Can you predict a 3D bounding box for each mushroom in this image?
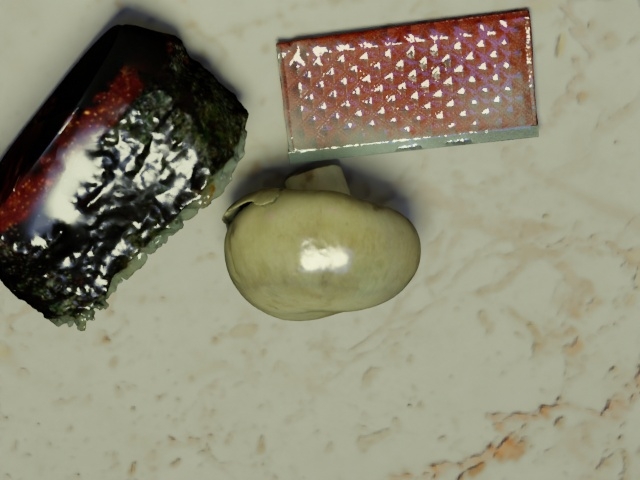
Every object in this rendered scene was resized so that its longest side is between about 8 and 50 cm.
[{"bbox_3d":[0.000,0.000,1.321,0.154,0.123,0.154,2,161,1],"label":"mushroom"}]

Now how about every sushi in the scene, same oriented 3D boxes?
[{"bbox_3d":[-0.160,-0.048,1.284,0.126,0.136,0.225,36,104,-21],"label":"sushi"}]

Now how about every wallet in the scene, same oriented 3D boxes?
[{"bbox_3d":[0.067,-0.116,1.317,0.196,0.020,0.103,-7,118,2],"label":"wallet"}]
